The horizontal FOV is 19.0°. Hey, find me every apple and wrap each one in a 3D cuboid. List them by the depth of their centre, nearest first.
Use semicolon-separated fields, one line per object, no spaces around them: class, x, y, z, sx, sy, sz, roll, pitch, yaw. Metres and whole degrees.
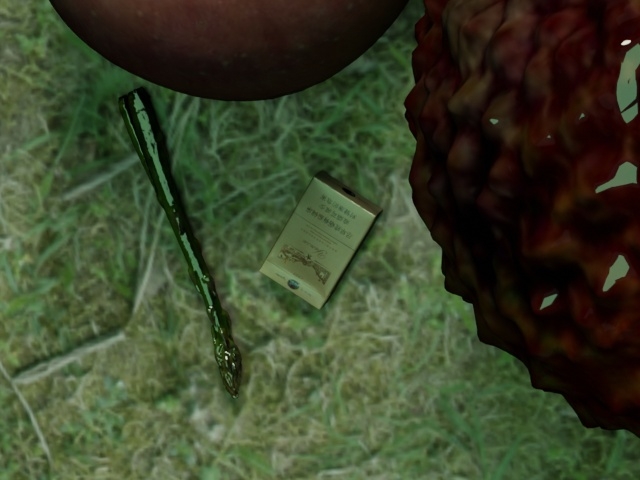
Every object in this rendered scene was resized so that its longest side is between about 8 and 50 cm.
apple;-0.046;-0.238;1.177;0.305;0.235;0.306;3;103;12

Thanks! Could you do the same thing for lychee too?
lychee;0.241;-0.086;1.007;0.424;0.500;0.425;-11;62;21

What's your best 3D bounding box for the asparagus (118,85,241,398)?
asparagus;-0.095;0.003;1.364;0.023;0.022;0.233;-23;97;-25

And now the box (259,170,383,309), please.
box;0.000;0.000;1.335;0.053;0.024;0.083;34;111;6
